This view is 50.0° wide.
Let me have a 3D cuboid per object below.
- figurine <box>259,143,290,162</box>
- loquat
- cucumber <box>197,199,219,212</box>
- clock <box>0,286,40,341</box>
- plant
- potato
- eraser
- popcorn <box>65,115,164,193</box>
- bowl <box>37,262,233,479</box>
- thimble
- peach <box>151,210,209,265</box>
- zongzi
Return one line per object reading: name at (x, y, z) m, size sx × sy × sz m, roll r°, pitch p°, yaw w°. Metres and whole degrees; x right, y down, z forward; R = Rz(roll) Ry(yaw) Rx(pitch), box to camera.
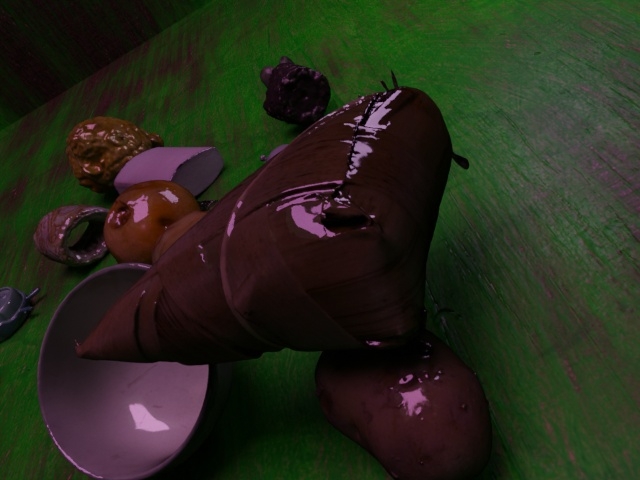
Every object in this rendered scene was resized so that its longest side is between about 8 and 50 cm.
figurine at (-0.042, -0.147, 1.418) m, size 0.197 × 0.093 × 0.147 m, roll 16°, pitch 79°, yaw 41°
loquat at (-0.336, -0.012, 1.410) m, size 0.213 × 0.213 × 0.213 m, roll -23°, pitch 34°, yaw 17°
cucumber at (-0.296, -0.063, 1.554) m, size 0.187 × 0.058 × 0.058 m, roll -1°, pitch 45°, yaw 41°
clock at (-0.772, 0.177, 1.653) m, size 0.210 × 0.066 × 0.159 m, roll -27°, pitch 34°, yaw 9°
plant at (-0.076, -0.363, 1.675) m, size 0.146 × 0.149 × 0.274 m, roll -59°, pitch 25°, yaw 9°
potato at (0.098, 0.183, 0.809) m, size 0.165 × 0.165 × 0.262 m, roll -44°, pitch 36°, yaw -16°
eraser at (-0.388, -0.170, 1.739) m, size 0.270 × 0.095 × 0.174 m, roll 9°, pitch 43°, yaw 45°
popcorn at (-0.567, -0.244, 1.912) m, size 0.251 × 0.206 × 0.237 m, roll -17°, pitch 4°, yaw -36°
bowl at (-0.258, 0.194, 1.032) m, size 0.307 × 0.163 × 0.307 m, roll -3°, pitch 80°, yaw 19°
thimble at (-0.591, -0.021, 1.687) m, size 0.143 × 0.137 × 0.190 m, roll 7°, pitch 39°, yaw 45°
peach at (-0.167, 0.048, 1.190) m, size 0.235 × 0.214 × 0.214 m, roll -19°, pitch 31°, yaw -10°
zongzi at (-0.059, -0.049, 0.944) m, size 0.466 × 0.218 × 0.500 m, roll -9°, pitch 32°, yaw 25°
